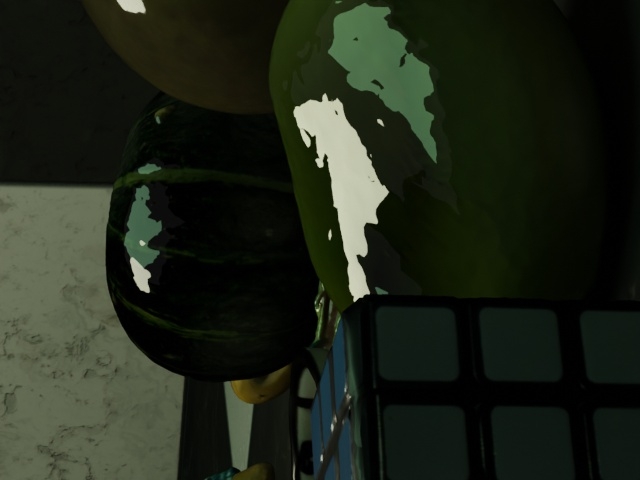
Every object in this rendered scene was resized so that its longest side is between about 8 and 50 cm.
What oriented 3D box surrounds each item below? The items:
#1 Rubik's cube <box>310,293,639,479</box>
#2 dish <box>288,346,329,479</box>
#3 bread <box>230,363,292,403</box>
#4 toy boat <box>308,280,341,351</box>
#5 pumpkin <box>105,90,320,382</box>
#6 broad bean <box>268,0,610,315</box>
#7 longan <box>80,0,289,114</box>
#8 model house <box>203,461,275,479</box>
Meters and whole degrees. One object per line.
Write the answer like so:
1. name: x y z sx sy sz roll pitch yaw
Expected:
1. Rubik's cube: 0.082 0.130 0.881 0.162 0.163 0.160 112 158 -63
2. dish: 0.057 0.202 1.123 0.303 0.120 0.303 173 90 -82
3. bread: -0.067 0.123 2.115 0.173 0.085 0.134 -123 38 -77
4. toy boat: 0.011 -0.004 1.602 0.108 0.099 0.293 -169 73 -81
5. pumpkin: -0.094 -0.019 1.777 0.323 0.241 0.323 -176 90 -88
6. broad bean: 0.067 -0.039 0.995 0.238 0.119 0.291 7 112 53
7. longan: -0.052 -0.247 1.368 0.319 0.319 0.319 -179 90 -81
8. model house: -0.087 0.383 2.048 0.253 0.184 0.291 -91 20 -58
